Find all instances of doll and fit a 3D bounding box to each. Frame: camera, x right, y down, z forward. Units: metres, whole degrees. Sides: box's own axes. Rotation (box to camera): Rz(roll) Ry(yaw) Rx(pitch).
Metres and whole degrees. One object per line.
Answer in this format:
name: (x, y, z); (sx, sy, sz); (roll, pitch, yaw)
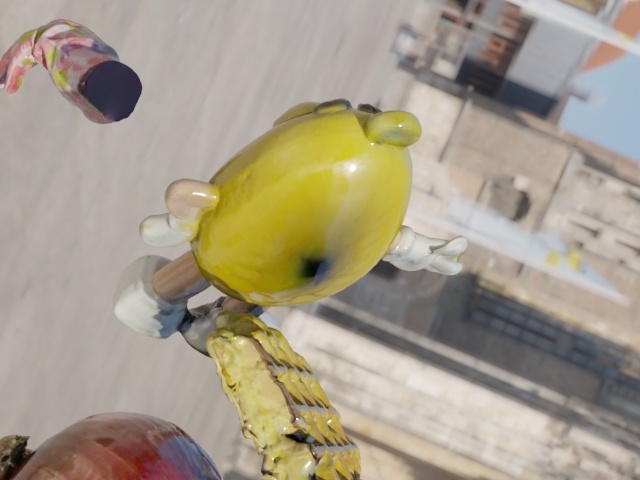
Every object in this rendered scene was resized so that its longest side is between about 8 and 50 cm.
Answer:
doll: (-0.035, 0.010, 1.422); (0.348, 0.423, 0.161); (41, 33, -53)

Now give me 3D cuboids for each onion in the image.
onion: (-0.249, 0.374, 1.586); (0.353, 0.353, 0.354); (23, 90, -89)

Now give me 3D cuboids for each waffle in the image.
waffle: (-0.011, 0.206, 1.301); (0.065, 0.309, 0.283); (-31, -148, 10)

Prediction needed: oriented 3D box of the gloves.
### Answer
gloves: (-0.327, -0.224, 1.726); (0.145, 0.241, 0.126); (3, 114, -44)
